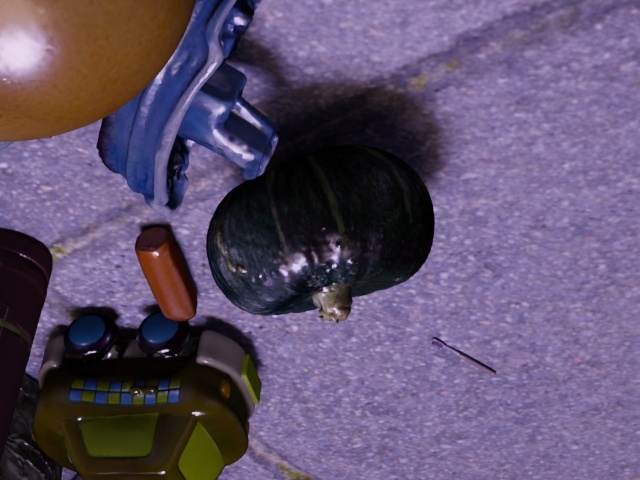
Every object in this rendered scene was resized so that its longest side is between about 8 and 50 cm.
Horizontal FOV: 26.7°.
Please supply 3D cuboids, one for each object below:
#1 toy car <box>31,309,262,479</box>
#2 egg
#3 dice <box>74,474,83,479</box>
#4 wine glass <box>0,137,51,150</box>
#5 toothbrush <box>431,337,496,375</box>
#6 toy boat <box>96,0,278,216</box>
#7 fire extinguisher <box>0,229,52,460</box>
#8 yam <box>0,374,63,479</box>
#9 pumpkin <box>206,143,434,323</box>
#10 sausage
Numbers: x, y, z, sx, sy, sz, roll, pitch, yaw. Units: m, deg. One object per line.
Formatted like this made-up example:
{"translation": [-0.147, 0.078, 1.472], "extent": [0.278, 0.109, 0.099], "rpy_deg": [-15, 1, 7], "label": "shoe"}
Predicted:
{"translation": [-0.201, 0.210, 1.485], "extent": [0.248, 0.198, 0.204], "rpy_deg": [-2, 142, 13], "label": "toy car"}
{"translation": [-0.225, -0.193, 0.947], "extent": [0.250, 0.250, 0.322], "rpy_deg": [35, 153, -32], "label": "egg"}
{"translation": [-0.241, 0.453, 1.748], "extent": [0.243, 0.251, 0.259], "rpy_deg": [25, 138, -21], "label": "dice"}
{"translation": [-0.310, -0.096, 1.224], "extent": [0.155, 0.072, 0.072], "rpy_deg": [-22, 133, 29], "label": "wine glass"}
{"translation": [0.160, 0.131, 1.495], "extent": [0.097, 0.008, 0.006], "rpy_deg": [29, 149, -27], "label": "toothbrush"}
{"translation": [-0.096, -0.121, 1.119], "extent": [0.142, 0.129, 0.309], "rpy_deg": [25, 138, -2], "label": "toy boat"}
{"translation": [-0.357, 0.151, 1.318], "extent": [0.141, 0.341, 0.105], "rpy_deg": [-16, 136, 27], "label": "fire extinguisher"}
{"translation": [-0.416, 0.316, 1.564], "extent": [0.241, 0.348, 0.241], "rpy_deg": [-5, 137, -5], "label": "yam"}
{"translation": [0.001, -0.002, 1.211], "extent": [0.211, 0.152, 0.211], "rpy_deg": [-26, 175, -2], "label": "pumpkin"}
{"translation": [-0.158, 0.039, 1.394], "extent": [0.039, 0.041, 0.131], "rpy_deg": [-7, 140, 7], "label": "sausage"}
